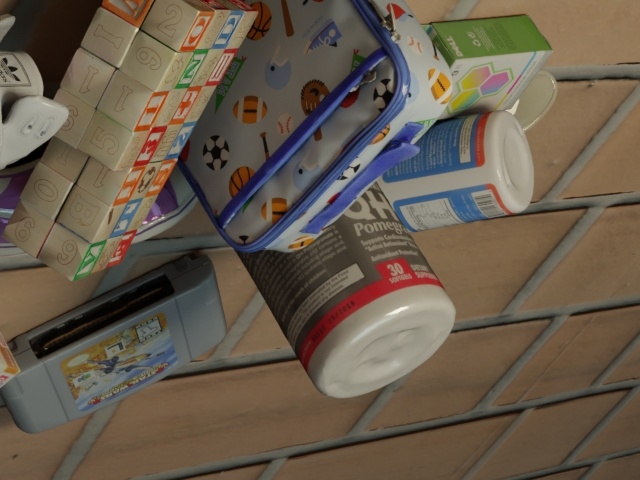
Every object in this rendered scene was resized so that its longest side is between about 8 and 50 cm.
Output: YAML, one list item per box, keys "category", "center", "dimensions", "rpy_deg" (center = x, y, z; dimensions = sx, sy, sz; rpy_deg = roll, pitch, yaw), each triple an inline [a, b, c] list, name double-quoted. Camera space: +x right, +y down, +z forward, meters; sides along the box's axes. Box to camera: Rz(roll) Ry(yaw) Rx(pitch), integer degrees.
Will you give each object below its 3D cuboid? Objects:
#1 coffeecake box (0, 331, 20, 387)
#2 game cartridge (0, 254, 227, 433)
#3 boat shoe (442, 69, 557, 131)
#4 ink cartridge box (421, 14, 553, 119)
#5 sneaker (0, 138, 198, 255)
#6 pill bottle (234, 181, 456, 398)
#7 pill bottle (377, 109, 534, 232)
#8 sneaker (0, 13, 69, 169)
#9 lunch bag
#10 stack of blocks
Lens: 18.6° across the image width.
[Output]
- category: "coffeecake box"
  center: [-0.456, 0.149, 2.221]
  dimensions: [0.142, 0.068, 0.185]
  rpy_deg: [-38, 153, 14]
- category: "game cartridge"
  center: [-0.257, 0.134, 2.426]
  dimensions: [0.297, 0.062, 0.198]
  rpy_deg: [-26, 149, -10]
- category: "boat shoe"
  center: [0.198, -0.149, 2.426]
  dimensions: [0.206, 0.075, 0.065]
  rpy_deg: [-35, -163, -4]
- category: "ink cartridge box"
  center: [0.156, -0.197, 2.268]
  dimensions: [0.209, 0.062, 0.109]
  rpy_deg: [-9, 147, -37]
- category: "sneaker"
  center: [-0.236, -0.072, 2.036]
  dimensions: [0.282, 0.102, 0.161]
  rpy_deg: [-15, 146, -30]
- category: "pill bottle"
  center: [0.000, 0.000, 2.158]
  dimensions: [0.176, 0.318, 0.176]
  rpy_deg: [-25, 154, -13]
- category: "pill bottle"
  center: [0.130, -0.076, 2.318]
  dimensions: [0.221, 0.124, 0.124]
  rpy_deg: [-9, 163, 26]
- category: "sneaker"
  center: [-0.324, -0.157, 1.674]
  dimensions: [0.210, 0.137, 0.366]
  rpy_deg: [-21, 159, -31]
- category: "lunch bag"
  center: [-0.016, -0.141, 1.982]
  dimensions: [0.115, 0.243, 0.303]
  rpy_deg: [4, 138, -50]
- category: "stack of blocks"
  center: [-0.189, -0.112, 1.866]
  dimensions: [0.297, 0.087, 0.171]
  rpy_deg: [-60, 169, 14]
